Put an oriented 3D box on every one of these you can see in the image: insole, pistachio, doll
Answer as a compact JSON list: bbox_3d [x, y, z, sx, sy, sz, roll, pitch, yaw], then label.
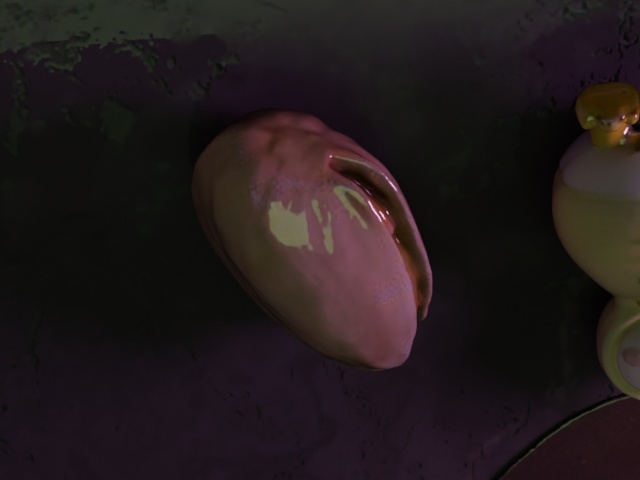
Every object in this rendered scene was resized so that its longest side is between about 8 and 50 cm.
[{"bbox_3d":[0.284,0.161,1.134,0.328,0.007,0.111,-26,115,5],"label":"insole"},{"bbox_3d":[0.000,0.000,0.970,0.152,0.126,0.223,-17,125,39],"label":"pistachio"},{"bbox_3d":[0.249,0.016,1.005,0.141,0.117,0.296,-14,114,3],"label":"doll"}]
